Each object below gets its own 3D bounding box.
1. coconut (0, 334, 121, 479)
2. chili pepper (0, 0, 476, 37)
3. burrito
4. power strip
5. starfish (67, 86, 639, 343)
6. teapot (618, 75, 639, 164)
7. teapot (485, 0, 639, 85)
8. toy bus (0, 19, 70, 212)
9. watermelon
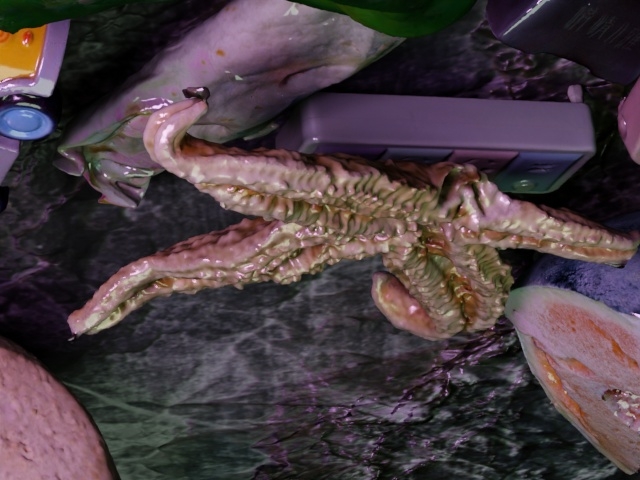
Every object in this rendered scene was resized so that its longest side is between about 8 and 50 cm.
[{"bbox_3d":[-0.368,0.241,1.561,0.415,0.344,0.415,-13,156,-6],"label":"coconut"},{"bbox_3d":[-0.002,-0.184,1.029,0.385,0.167,0.213,-15,150,15],"label":"chili pepper"},{"bbox_3d":[-0.051,-0.111,1.267,0.309,0.066,0.096,-30,142,32],"label":"burrito"},{"bbox_3d":[0.072,-0.063,1.412,0.216,0.061,0.145,2,158,-17],"label":"power strip"},{"bbox_3d":[0.000,0.000,1.353,0.432,0.082,0.324,5,160,-37],"label":"starfish"},{"bbox_3d":[0.341,-0.121,1.158,0.300,0.253,0.344,-8,158,-9],"label":"teapot"},{"bbox_3d":[0.169,-0.166,1.200,0.177,0.087,0.096,14,141,-36],"label":"teapot"},{"bbox_3d":[-0.230,-0.105,1.175,0.136,0.126,0.209,15,146,-21],"label":"toy bus"},{"bbox_3d":[0.259,0.044,1.591,0.188,0.175,0.322,-48,169,-20],"label":"watermelon"}]
